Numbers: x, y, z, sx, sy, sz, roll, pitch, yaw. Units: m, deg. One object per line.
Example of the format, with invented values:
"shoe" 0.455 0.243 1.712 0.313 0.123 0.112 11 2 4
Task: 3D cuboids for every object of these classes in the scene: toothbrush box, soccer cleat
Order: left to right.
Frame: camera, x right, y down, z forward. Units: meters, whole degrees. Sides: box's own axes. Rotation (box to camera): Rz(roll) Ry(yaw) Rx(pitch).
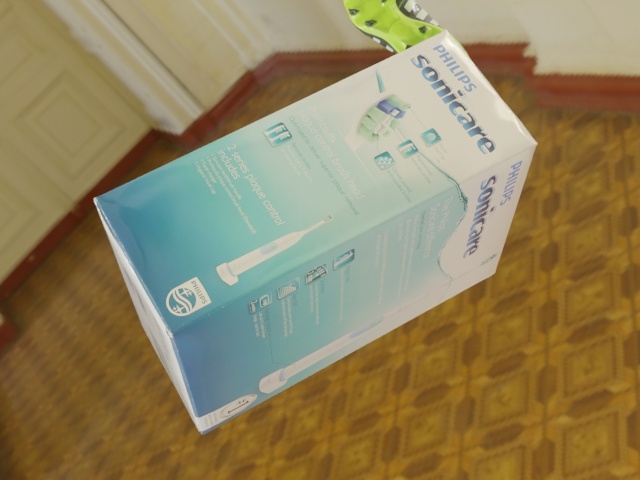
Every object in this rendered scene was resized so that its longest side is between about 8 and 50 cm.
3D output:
"toothbrush box" 0.000 0.000 0.828 0.295 0.216 0.126 -27 65 -12
"soccer cleat" 0.082 -0.203 1.030 0.060 0.072 0.179 -47 53 11
